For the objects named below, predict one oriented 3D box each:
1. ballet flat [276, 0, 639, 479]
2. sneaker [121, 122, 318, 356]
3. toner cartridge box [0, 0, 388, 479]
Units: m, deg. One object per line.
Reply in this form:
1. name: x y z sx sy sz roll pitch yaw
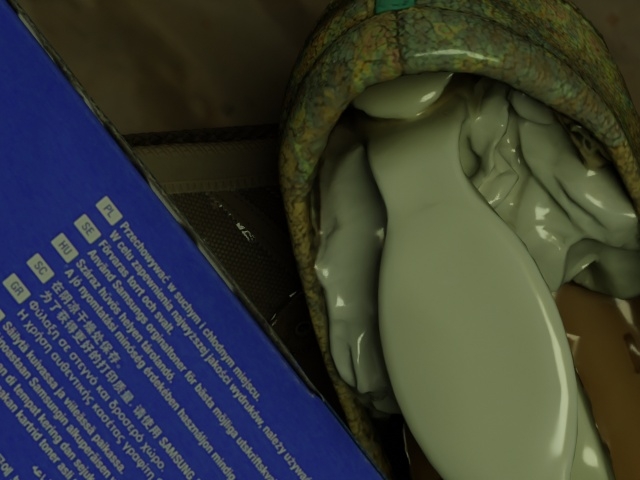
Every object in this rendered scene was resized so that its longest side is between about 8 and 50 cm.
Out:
1. ballet flat: 0.073 0.092 0.524 0.123 0.123 0.348 -23 97 -21
2. sneaker: 0.000 0.000 0.602 0.188 0.066 0.071 -4 98 -14
3. toner cartridge box: -0.106 0.032 0.362 0.165 0.075 0.348 -43 101 -32
